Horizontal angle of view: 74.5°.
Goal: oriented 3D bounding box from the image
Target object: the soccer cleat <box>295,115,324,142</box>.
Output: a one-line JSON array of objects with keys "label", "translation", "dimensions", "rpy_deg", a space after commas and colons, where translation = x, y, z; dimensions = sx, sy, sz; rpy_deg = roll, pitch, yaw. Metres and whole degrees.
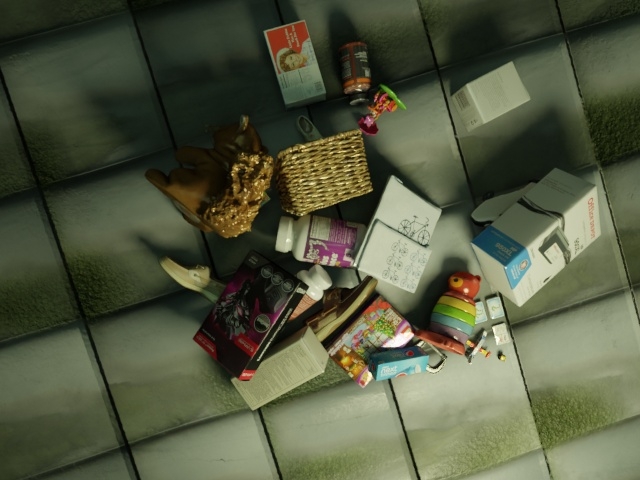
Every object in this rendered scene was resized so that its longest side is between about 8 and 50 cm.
[{"label": "soccer cleat", "translation": [-0.022, -0.361, 1.505], "dimensions": [0.068, 0.076, 0.196], "rpy_deg": [-40, 94, -1]}]

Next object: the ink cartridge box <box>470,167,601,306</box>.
[{"label": "ink cartridge box", "translation": [0.748, -0.007, 1.452], "dimensions": [0.395, 0.166, 0.285], "rpy_deg": [-42, 133, 0]}]

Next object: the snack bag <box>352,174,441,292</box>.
[{"label": "snack bag", "translation": [0.289, -0.013, 1.473], "dimensions": [0.323, 0.037, 0.342], "rpy_deg": [26, 85, -36]}]

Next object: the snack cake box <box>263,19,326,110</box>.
[{"label": "snack cake box", "translation": [-0.089, -0.613, 1.484], "dimensions": [0.152, 0.089, 0.264], "rpy_deg": [-16, 93, 0]}]

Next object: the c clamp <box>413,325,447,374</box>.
[{"label": "c clamp", "translation": [0.418, 0.422, 1.590], "dimensions": [0.137, 0.022, 0.160], "rpy_deg": [-41, 93, -1]}]

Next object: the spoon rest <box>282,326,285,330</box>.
[{"label": "spoon rest", "translation": [-0.263, 0.299, 1.508], "dimensions": [0.277, 0.137, 0.084], "rpy_deg": [-1, 69, 8]}]

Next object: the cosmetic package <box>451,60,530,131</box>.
[{"label": "cosmetic package", "translation": [0.598, -0.506, 1.493], "dimensions": [0.184, 0.151, 0.151], "rpy_deg": [-27, 94, 0]}]

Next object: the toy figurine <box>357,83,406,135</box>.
[{"label": "toy figurine", "translation": [0.198, -0.446, 1.482], "dimensions": [0.130, 0.173, 0.159], "rpy_deg": [42, 102, 14]}]

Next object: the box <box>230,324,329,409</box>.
[{"label": "box", "translation": [-0.140, 0.444, 1.474], "dimensions": [0.311, 0.121, 0.148], "rpy_deg": [-31, 94, 14]}]

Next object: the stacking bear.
[{"label": "stacking bear", "translation": [0.487, 0.248, 1.520], "dimensions": [0.164, 0.175, 0.288], "rpy_deg": [31, 77, -35]}]

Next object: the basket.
[{"label": "basket", "translation": [-0.007, -0.240, 1.421], "dimensions": [0.299, 0.213, 0.222], "rpy_deg": [-21, 110, -16]}]

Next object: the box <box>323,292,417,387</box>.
[{"label": "box", "translation": [0.184, 0.368, 1.557], "dimensions": [0.201, 0.057, 0.293], "rpy_deg": [44, 90, -5]}]

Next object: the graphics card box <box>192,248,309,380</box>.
[{"label": "graphics card box", "translation": [-0.232, 0.243, 1.401], "dimensions": [0.233, 0.094, 0.370], "rpy_deg": [32, 85, 27]}]

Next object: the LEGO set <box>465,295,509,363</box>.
[{"label": "LEGO set", "translation": [0.619, 0.353, 1.582], "dimensions": [0.183, 0.060, 0.244], "rpy_deg": [-16, 94, 2]}]

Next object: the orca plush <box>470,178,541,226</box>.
[{"label": "orca plush", "translation": [0.691, -0.124, 1.566], "dimensions": [0.287, 0.102, 0.151], "rpy_deg": [-40, 49, -10]}]

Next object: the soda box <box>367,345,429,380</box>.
[{"label": "soda box", "translation": [0.280, 0.439, 1.511], "dimensions": [0.210, 0.067, 0.071], "rpy_deg": [-3, 111, -21]}]

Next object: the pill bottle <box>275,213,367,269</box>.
[{"label": "pill bottle", "translation": [0.000, 0.000, 1.476], "dimensions": [0.302, 0.169, 0.169], "rpy_deg": [9, 92, -3]}]

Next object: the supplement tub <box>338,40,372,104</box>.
[{"label": "supplement tub", "translation": [0.124, -0.587, 1.488], "dimensions": [0.106, 0.106, 0.197], "rpy_deg": [-7, 93, -3]}]

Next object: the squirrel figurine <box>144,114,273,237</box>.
[{"label": "squirrel figurine", "translation": [-0.291, -0.216, 1.377], "dimensions": [0.397, 0.281, 0.370], "rpy_deg": [25, 69, 34]}]

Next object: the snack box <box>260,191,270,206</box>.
[{"label": "snack box", "translation": [-0.264, -0.143, 1.521], "dimensions": [0.141, 0.037, 0.100], "rpy_deg": [-39, 95, 1]}]

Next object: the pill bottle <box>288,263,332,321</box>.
[{"label": "pill bottle", "translation": [-0.069, 0.182, 1.481], "dimensions": [0.216, 0.121, 0.121], "rpy_deg": [-38, 94, 15]}]

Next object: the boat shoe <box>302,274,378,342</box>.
[{"label": "boat shoe", "translation": [0.058, 0.221, 1.478], "dimensions": [0.123, 0.123, 0.342], "rpy_deg": [47, 121, 9]}]

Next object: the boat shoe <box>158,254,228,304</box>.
[{"label": "boat shoe", "translation": [-0.426, 0.132, 1.495], "dimensions": [0.302, 0.109, 0.098], "rpy_deg": [35, 85, -10]}]
